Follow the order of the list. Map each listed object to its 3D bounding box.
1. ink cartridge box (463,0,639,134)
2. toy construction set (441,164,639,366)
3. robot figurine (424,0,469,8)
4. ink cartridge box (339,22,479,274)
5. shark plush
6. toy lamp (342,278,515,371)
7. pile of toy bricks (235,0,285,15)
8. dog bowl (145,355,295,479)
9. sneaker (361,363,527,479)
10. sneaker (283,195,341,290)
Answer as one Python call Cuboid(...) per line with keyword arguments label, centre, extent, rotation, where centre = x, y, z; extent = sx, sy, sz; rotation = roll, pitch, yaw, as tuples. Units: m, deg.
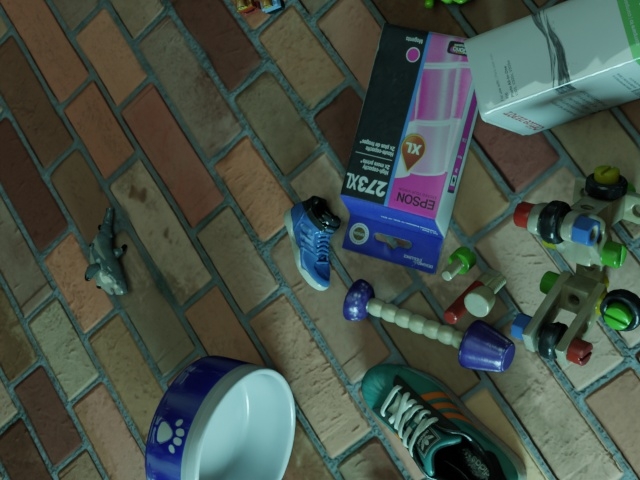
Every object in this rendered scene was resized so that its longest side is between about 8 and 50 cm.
Cuboid(label="ink cartridge box", centre=(0.375, -0.257, 1.653), extent=(0.289, 0.211, 0.121), rotation=(-18, 79, 26))
Cuboid(label="toy construction set", centre=(0.347, 0.024, 1.689), extent=(0.309, 0.237, 0.257), rotation=(-11, 111, 44))
Cuboid(label="robot figurine", centre=(0.191, -0.414, 1.845), extent=(0.115, 0.067, 0.101), rotation=(38, 134, 24))
Cuboid(label="ink cartridge box", centre=(0.141, -0.146, 1.858), extent=(0.176, 0.069, 0.370), rotation=(16, 96, 28))
Cuboid(label="shark plush", centre=(-0.381, 0.023, 2.144), extent=(0.067, 0.073, 0.161), rotation=(-5, 62, 9))
Cuboid(label="toy lamp", centre=(0.166, 0.133, 1.811), extent=(0.275, 0.080, 0.080), rotation=(19, 95, 27))
Cuboid(label="pile of toy bricks", centre=(-0.085, -0.459, 1.975), extent=(0.212, 0.105, 0.118), rotation=(-17, 78, 26))
Cuboid(label="dog bowl", centre=(-0.154, 0.319, 1.862), extent=(0.104, 0.265, 0.264), rotation=(12, 92, 31))
Cuboid(label="sneaker", centre=(0.170, 0.285, 1.773), extent=(0.302, 0.121, 0.108), rotation=(35, 102, 26))
Cuboid(label="sneaker", centre=(-0.001, 0.000, 1.921), extent=(0.085, 0.058, 0.152), rotation=(-32, 66, 31))
